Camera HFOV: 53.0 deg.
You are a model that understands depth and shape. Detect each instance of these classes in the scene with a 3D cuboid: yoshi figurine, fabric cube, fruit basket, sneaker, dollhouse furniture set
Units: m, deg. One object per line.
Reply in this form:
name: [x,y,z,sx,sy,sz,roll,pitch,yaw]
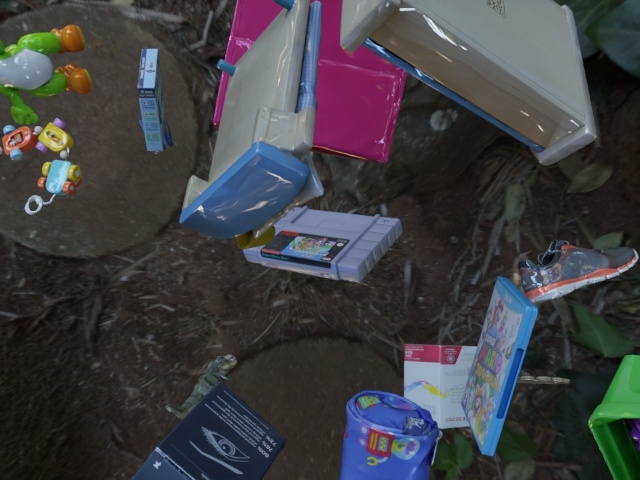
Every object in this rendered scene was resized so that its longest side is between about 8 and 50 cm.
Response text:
yoshi figurine: [-0.692,-0.370,1.409,0.362,0.203,0.204,-19,77,-30]
fabric cube: [-0.008,-0.270,1.016,0.258,0.254,0.259,12,96,-5]
fruit basket: [0.612,0.409,1.020,0.283,0.392,0.392,-10,87,37]
sneaker: [0.303,0.023,0.757,0.158,0.061,0.065,-17,79,-19]
dollhouse furniture set: [0.037,-0.147,0.576,0.198,0.303,0.286,23,55,-28]

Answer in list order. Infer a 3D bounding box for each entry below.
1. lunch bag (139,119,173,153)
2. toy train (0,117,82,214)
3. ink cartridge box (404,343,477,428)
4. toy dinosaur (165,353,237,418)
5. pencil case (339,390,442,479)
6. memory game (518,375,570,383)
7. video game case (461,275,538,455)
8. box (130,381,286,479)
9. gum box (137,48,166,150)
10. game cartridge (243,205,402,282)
lunch bag: [-0.426,-0.284,1.681,0.065,0.067,0.098,-25,85,-9]
toy train: [-0.437,-0.122,1.018,0.125,0.046,0.166,-30,72,7]
ink cartridge box: [0.272,0.323,1.439,0.128,0.127,0.176,8,79,-32]
toy dinosaur: [-0.200,0.304,1.217,0.118,0.268,0.064,42,105,1]
pencil case: [0.088,0.362,0.889,0.133,0.119,0.306,6,101,4]
memory game: [0.537,0.355,1.636,0.186,0.186,0.012,4,76,-2]
video game case: [0.193,0.134,0.710,0.015,0.119,0.166,13,102,-1]
box: [-0.169,0.342,0.986,0.153,0.207,0.108,40,114,5]
gum box: [-0.400,-0.334,1.533,0.041,0.184,0.157,-2,49,-7]
game cartridge: [0.000,0.000,1.632,0.355,0.230,0.068,8,123,34]
